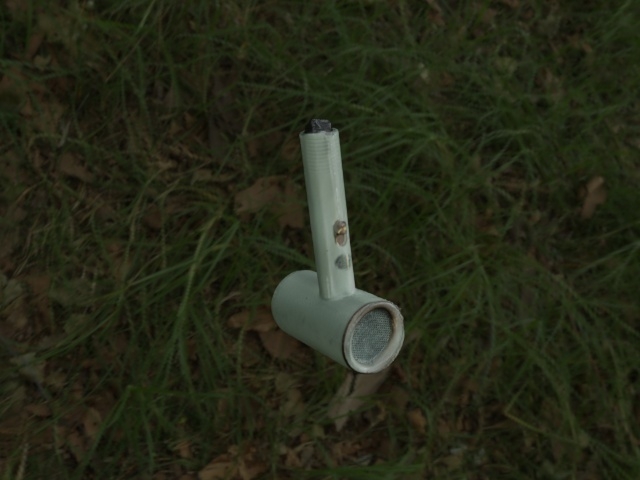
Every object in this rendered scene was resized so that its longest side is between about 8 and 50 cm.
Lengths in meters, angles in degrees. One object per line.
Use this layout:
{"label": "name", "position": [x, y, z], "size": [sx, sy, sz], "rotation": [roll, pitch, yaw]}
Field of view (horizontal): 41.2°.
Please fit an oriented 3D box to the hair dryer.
{"label": "hair dryer", "position": [0.000, 0.000, 0.790], "size": [0.073, 0.131, 0.236], "rotation": [-24, 118, -31]}
